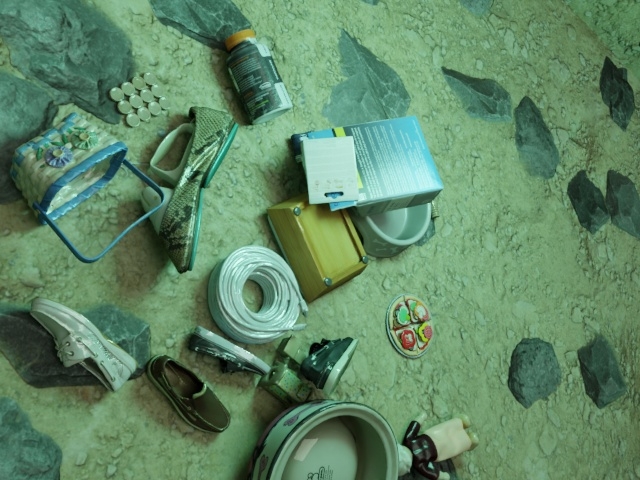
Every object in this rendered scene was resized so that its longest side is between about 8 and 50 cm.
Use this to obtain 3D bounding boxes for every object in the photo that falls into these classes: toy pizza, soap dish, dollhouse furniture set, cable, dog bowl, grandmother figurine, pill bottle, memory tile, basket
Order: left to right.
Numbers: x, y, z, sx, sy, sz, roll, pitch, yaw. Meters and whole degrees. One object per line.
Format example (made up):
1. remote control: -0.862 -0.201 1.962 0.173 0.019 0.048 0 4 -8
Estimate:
1. basket: -0.528 -0.118 1.592 0.289 0.201 0.255 46 53 -6
2. memory tile: -0.462 -0.364 1.835 0.148 0.012 0.113 -39 102 -37
3. cable: -0.171 0.142 1.870 0.257 0.089 0.257 -12 84 -39
4. pill bottle: -0.182 -0.462 2.004 0.130 0.130 0.245 -26 94 -39
5. dollhouse furniture set: -0.042 0.366 1.897 0.182 0.101 0.161 43 56 -21
6. dog bowl: -0.003 0.583 1.778 0.408 0.150 0.407 -5 99 -35
7. soap dish: 0.000 0.000 2.022 0.229 0.118 0.290 -26 94 -40
8. dog bowl: 0.204 -0.124 2.227 0.349 0.102 0.348 12 70 -35
9. toy pizza: 0.287 0.263 2.225 0.201 0.032 0.201 11 71 -35
10. grandmother figurine: 0.319 0.619 2.115 0.342 0.104 0.207 -5 53 -36

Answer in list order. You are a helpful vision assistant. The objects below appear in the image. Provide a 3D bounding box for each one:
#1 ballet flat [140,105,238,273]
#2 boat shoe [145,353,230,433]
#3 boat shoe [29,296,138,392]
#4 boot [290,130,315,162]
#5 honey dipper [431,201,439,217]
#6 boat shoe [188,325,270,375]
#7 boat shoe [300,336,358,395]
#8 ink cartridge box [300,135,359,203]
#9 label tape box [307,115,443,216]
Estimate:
1. ballet flat: -0.348 -0.144 1.793 0.182 0.164 0.482 18 59 -10
2. boat shoe: -0.303 0.371 1.697 0.257 0.095 0.095 45 55 -19
3. boat shoe: -0.529 0.233 1.560 0.277 0.098 0.096 43 55 -22
4. boot: -0.001 -0.289 2.133 0.190 0.069 0.086 -16 93 -39
5. honey dipper: 0.373 -0.155 2.416 0.030 0.030 0.160 1 73 -38
6. boat shoe: -0.231 0.297 1.792 0.228 0.080 0.076 35 76 -29
7. boat shoe: 0.018 0.313 1.895 0.113 0.127 0.340 24 14 8
8. ink cartridge box: 0.027 -0.193 1.967 0.145 0.045 0.179 -6 90 -11
9. label tape box: 0.148 -0.209 2.071 0.348 0.115 0.249 -12 72 -16
